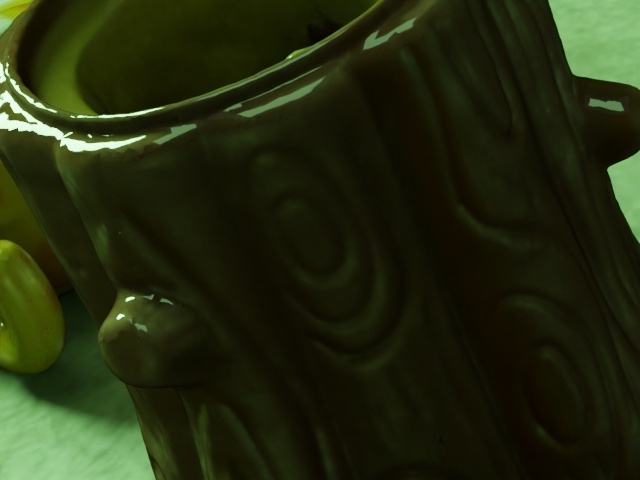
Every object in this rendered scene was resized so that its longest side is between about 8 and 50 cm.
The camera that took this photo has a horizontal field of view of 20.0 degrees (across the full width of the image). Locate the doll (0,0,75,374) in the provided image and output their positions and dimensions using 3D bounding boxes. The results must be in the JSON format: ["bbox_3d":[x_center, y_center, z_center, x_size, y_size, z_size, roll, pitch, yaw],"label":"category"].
[{"bbox_3d":[-0.125,-0.075,0.888,0.269,0.162,0.167,-52,10,-28],"label":"doll"}]

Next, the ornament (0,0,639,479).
[{"bbox_3d":[0.000,0.000,0.634,0.235,0.217,0.221,10,46,40],"label":"ornament"}]
